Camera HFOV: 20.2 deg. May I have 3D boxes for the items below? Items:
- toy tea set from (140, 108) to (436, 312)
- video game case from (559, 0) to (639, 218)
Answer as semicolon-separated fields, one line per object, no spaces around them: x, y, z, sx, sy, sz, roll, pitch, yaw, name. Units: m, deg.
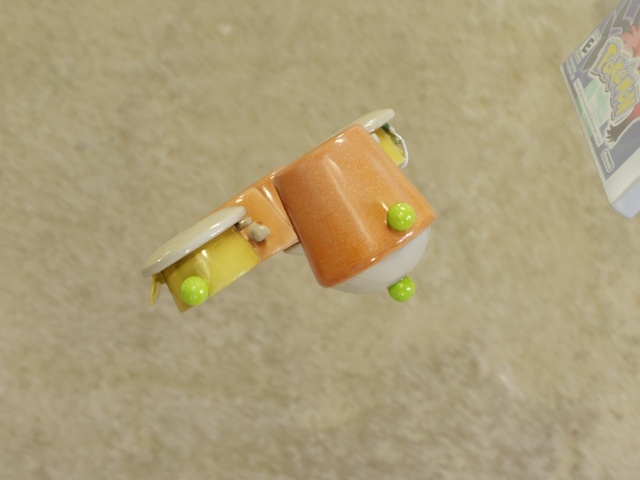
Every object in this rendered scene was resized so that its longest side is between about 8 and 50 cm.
0.000;0.000;1.353;0.200;0.336;0.124;-32;93;13;toy tea set
0.245;-0.132;1.221;0.183;0.023;0.201;-48;23;23;video game case
